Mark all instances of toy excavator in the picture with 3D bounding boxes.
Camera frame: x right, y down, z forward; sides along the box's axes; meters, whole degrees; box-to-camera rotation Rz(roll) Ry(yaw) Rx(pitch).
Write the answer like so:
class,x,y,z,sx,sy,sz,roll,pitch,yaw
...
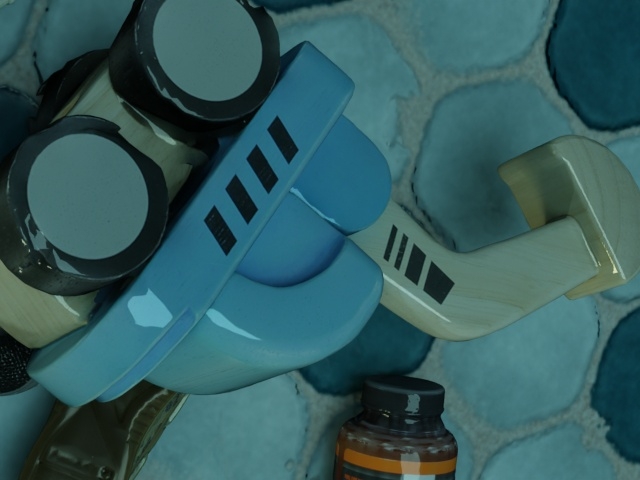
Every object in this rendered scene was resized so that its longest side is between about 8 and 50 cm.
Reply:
class,x,y,z,sx,sy,sz,roll,pitch,yaw
toy excavator,0.000,0.000,1.128,0.445,0.222,0.433,42,60,-15

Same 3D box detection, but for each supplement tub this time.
class,x,y,z,sx,sy,sz,roll,pitch,yaw
supplement tub,0.060,0.217,1.299,0.106,0.106,0.198,3,97,-26

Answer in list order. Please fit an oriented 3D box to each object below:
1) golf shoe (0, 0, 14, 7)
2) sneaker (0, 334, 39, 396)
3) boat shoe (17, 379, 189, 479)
class,x,y,z,sx,sy,sz,roll,pitch,yaw
golf shoe,-0.273,-0.185,1.081,0.306,0.115,0.140,-11,114,-18
sneaker,-0.293,0.064,1.115,0.215,0.083,0.084,26,85,-28
boat shoe,-0.158,0.114,1.195,0.104,0.089,0.285,29,80,-1
